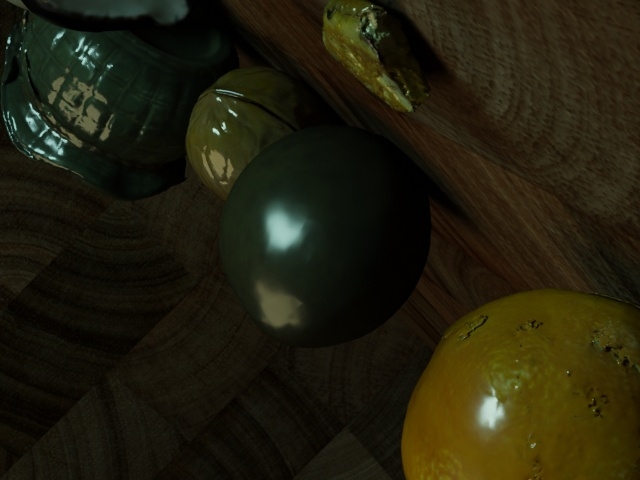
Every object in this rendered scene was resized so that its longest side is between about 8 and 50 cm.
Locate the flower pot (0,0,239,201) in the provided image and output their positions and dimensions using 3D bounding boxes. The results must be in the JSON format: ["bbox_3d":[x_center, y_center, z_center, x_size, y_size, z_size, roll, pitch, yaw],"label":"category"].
[{"bbox_3d":[-0.257,-0.217,1.638,0.301,0.213,0.302,26,-149,-17],"label":"flower pot"}]

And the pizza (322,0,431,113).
[{"bbox_3d":[0.041,-0.138,0.938,0.099,0.036,0.160,46,178,-7],"label":"pizza"}]

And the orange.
[{"bbox_3d":[0.183,0.152,0.984,0.246,0.246,0.246,45,177,3],"label":"orange"}]

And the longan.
[{"bbox_3d":[0.000,0.000,1.355,0.248,0.248,0.248,45,177,3],"label":"longan"}]

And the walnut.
[{"bbox_3d":[-0.066,-0.114,1.512,0.207,0.167,0.167,42,180,-44],"label":"walnut"}]

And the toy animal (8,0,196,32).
[{"bbox_3d":[-0.203,-0.268,1.075,0.235,0.187,0.165,37,161,55],"label":"toy animal"}]
